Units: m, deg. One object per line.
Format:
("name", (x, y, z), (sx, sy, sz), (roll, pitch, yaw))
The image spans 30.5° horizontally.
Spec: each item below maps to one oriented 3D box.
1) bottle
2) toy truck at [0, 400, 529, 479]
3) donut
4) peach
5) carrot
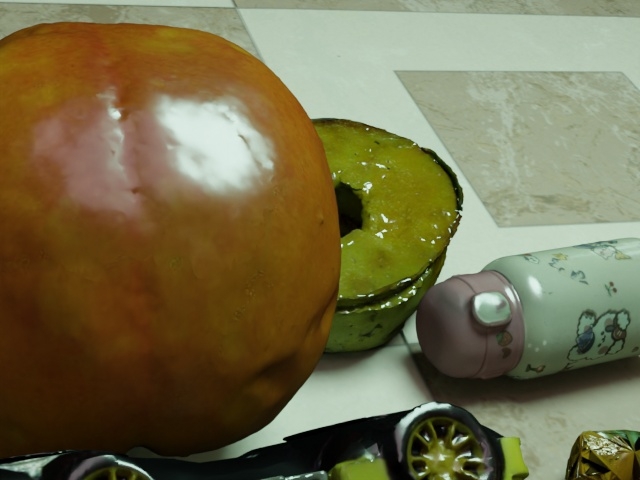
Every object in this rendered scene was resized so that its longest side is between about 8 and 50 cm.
("bottle", (0.195, 0.063, 1.035), (0.233, 0.110, 0.110), (-7, 40, -26))
("toy truck", (-0.061, 0.232, 0.652), (0.405, 0.180, 0.254), (-5, 68, -25))
("donut", (0.000, 0.000, 1.081), (0.272, 0.107, 0.272), (4, 38, -3))
("peach", (-0.156, -0.003, 0.825), (0.343, 0.301, 0.343), (-5, -1, 0))
("carrot", (0.309, 0.199, 0.922), (0.229, 0.069, 0.069), (15, 36, 1))
